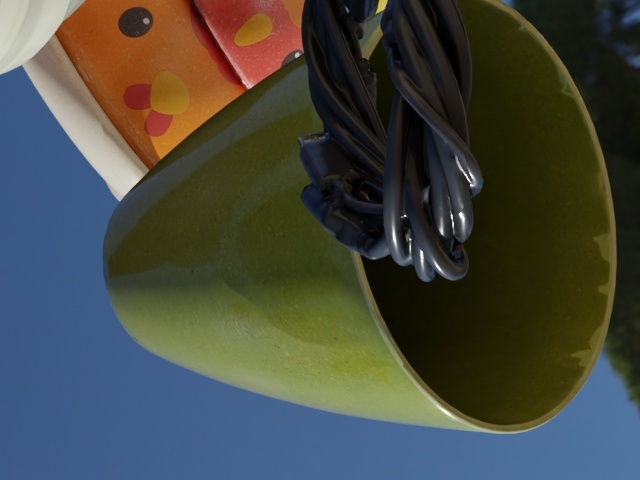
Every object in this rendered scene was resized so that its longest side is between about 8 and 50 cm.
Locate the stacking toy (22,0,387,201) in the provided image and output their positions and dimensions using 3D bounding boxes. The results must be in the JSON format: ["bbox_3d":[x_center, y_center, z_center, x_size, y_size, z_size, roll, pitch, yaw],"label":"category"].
[{"bbox_3d":[-0.034,-0.266,1.333,0.350,0.480,0.350,58,-172,-13],"label":"stacking toy"}]

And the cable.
[{"bbox_3d":[0.030,-0.064,0.550,0.184,0.047,0.150,-127,41,-71],"label":"cable"}]

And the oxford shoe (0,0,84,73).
[{"bbox_3d":[-0.215,-0.226,0.519,0.449,0.169,0.130,44,-137,15],"label":"oxford shoe"}]

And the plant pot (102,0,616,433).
[{"bbox_3d":[0.000,0.000,0.991,0.275,0.294,0.274,12,-107,-45],"label":"plant pot"}]
